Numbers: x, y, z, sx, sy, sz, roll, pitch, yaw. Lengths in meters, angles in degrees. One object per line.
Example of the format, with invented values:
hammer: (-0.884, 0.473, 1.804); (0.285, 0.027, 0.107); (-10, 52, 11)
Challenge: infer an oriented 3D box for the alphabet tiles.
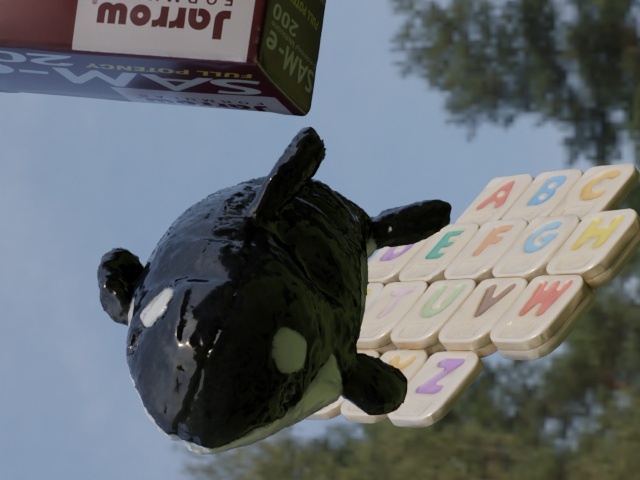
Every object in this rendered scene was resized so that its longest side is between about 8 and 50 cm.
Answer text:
alphabet tiles: (0.107, 0.034, 1.279); (0.278, 0.284, 0.021); (-46, -68, -27)

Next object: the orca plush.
orca plush: (0.000, 0.000, 0.808); (0.287, 0.151, 0.102); (-20, -43, -59)

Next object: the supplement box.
supplement box: (-0.056, -0.172, 0.624); (0.073, 0.130, 0.239); (34, -118, -73)
